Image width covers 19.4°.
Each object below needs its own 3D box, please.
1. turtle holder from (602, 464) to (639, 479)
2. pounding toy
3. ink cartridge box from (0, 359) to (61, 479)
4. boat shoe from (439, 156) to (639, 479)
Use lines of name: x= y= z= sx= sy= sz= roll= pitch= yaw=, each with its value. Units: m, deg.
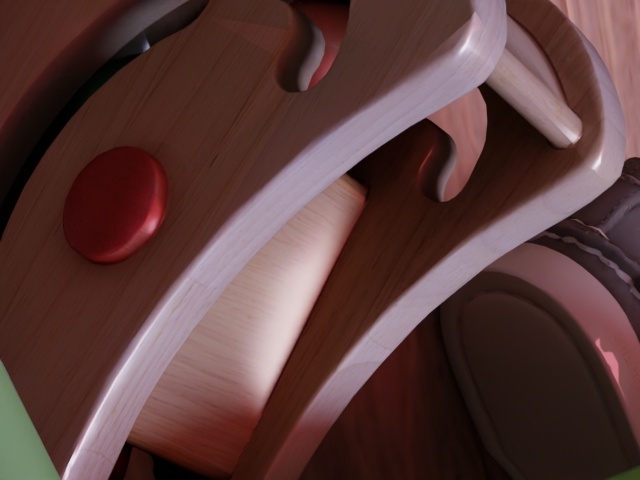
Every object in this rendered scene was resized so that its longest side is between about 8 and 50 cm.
turtle holder: x=0.124 y=0.157 z=0.481 sx=0.243 sy=0.227 sz=0.320 roll=-19 pitch=148 yaw=-11
pounding toy: x=0.000 y=0.000 z=0.480 sx=0.155 sy=0.154 sz=0.269 roll=34 pitch=74 yaw=-49
ink cartridge box: x=-0.096 y=0.071 z=0.337 sx=0.062 sy=0.209 sz=0.109 roll=-75 pitch=151 yaw=-51
boat shoe: x=0.136 y=0.111 z=0.714 sx=0.091 sy=0.109 sz=0.305 roll=-41 pitch=125 yaw=-31
